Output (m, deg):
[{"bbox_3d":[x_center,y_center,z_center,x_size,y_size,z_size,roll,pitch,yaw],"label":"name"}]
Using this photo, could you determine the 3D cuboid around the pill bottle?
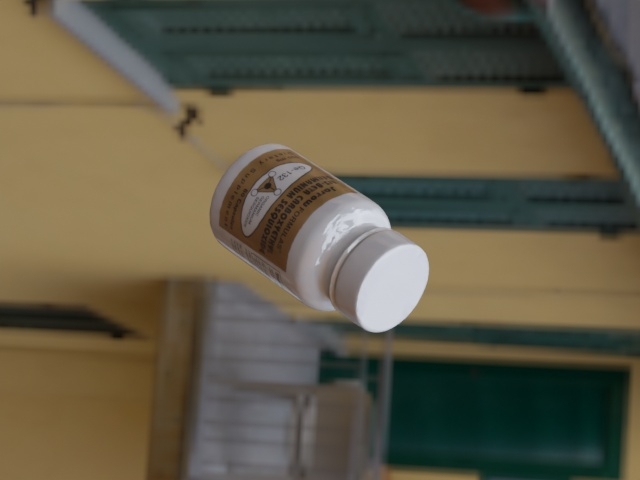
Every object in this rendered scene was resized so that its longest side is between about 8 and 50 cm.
[{"bbox_3d":[0.000,0.000,2.086,0.131,0.229,0.131,-26,132,-32],"label":"pill bottle"}]
